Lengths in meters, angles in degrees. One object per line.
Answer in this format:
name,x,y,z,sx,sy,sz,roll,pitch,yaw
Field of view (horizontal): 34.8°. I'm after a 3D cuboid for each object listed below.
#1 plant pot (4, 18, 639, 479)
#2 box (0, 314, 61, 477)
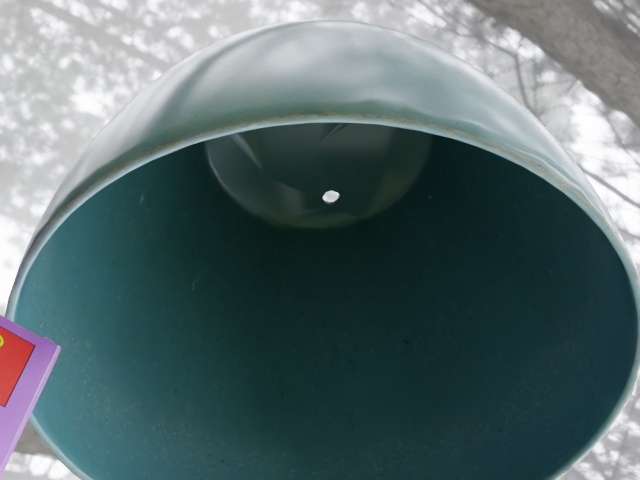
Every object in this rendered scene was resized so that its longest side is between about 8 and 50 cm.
plant pot,0.000,0.000,0.540,0.290,0.290,0.195,-39,-148,27
box,-0.198,0.075,0.242,0.057,0.201,0.293,-52,-166,24
